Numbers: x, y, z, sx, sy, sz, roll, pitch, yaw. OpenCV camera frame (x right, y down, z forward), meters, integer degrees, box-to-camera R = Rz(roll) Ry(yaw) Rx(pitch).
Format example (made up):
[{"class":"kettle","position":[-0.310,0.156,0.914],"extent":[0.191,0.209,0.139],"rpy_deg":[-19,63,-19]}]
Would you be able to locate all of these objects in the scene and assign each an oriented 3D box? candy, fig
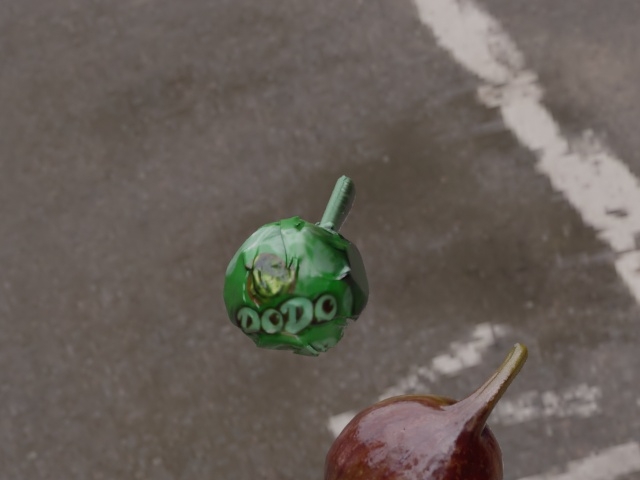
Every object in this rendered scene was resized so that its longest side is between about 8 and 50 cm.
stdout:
[{"class":"candy","position":[-0.002,0.000,1.203],"extent":[0.097,0.097,0.323],"rpy_deg":[-11,14,11]},{"class":"fig","position":[0.102,0.198,1.503],"extent":[0.207,0.175,0.175],"rpy_deg":[-54,10,34]}]
